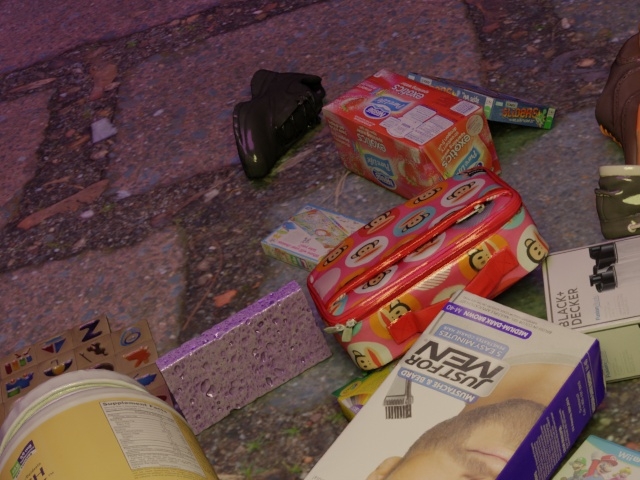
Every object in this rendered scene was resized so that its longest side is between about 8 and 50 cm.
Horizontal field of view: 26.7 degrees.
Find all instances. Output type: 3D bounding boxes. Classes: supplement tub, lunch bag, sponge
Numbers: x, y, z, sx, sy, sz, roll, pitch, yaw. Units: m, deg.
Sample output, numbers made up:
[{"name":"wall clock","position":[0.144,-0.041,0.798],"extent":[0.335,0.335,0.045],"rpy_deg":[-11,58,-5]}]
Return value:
[{"name":"supplement tub","position":[-0.219,0.307,1.450],"extent":[0.241,0.241,0.331],"rpy_deg":[-28,33,-10]},{"name":"lunch bag","position":[0.134,0.039,1.689],"extent":[0.293,0.120,0.258],"rpy_deg":[-33,19,1]},{"name":"sponge","position":[-0.096,0.149,1.723],"extent":[0.210,0.117,0.031],"rpy_deg":[-30,32,-12]}]

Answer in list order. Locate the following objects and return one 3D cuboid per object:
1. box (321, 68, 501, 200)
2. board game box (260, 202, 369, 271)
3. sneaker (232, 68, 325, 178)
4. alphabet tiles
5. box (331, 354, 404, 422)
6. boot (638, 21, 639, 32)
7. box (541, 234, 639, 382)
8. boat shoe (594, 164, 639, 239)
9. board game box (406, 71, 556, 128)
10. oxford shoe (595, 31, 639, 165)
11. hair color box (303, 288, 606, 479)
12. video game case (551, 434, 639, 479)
[{"name":"box","position":[0.134,-0.153,2.027],"extent":[0.128,0.122,0.257],"rpy_deg":[-34,34,-20]},{"name":"board game box","position":[0.000,0.000,1.970],"extent":[0.103,0.026,0.154],"rpy_deg":[-40,37,-26]},{"name":"sneaker","position":[-0.066,-0.205,2.243],"extent":[0.130,0.109,0.286],"rpy_deg":[-3,38,15]},{"name":"alphabet tiles","position":[-0.352,0.225,1.857],"extent":[0.285,0.011,0.342],"rpy_deg":[-23,32,-4]},{"name":"box","position":[0.098,0.203,1.605],"extent":[0.105,0.043,0.179],"rpy_deg":[-32,37,-16]},{"name":"boot","position":[0.655,-0.373,2.095],"extent":[0.283,0.109,0.220],"rpy_deg":[-42,33,-17]},{"name":"box","position":[0.412,0.068,1.581],"extent":[0.290,0.087,0.169],"rpy_deg":[-12,33,15]},{"name":"boat shoe","position":[0.512,-0.046,1.687],"extent":[0.335,0.095,0.112],"rpy_deg":[1,4,7]},{"name":"board game box","position":[0.243,-0.215,2.072],"extent":[0.136,0.035,0.201],"rpy_deg":[3,15,-39]},{"name":"oxford shoe","position":[0.459,-0.158,1.892],"extent":[0.133,0.130,0.363],"rpy_deg":[-38,25,41]},{"name":"hair color box","position":[0.141,0.220,1.444],"extent":[0.185,0.110,0.339],"rpy_deg":[19,55,34]},{"name":"video game case","position":[0.286,0.279,1.412],"extent":[0.119,0.015,0.166],"rpy_deg":[16,48,44]}]
